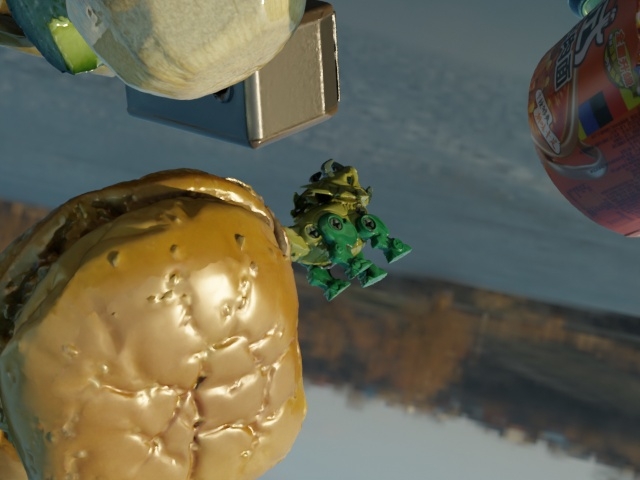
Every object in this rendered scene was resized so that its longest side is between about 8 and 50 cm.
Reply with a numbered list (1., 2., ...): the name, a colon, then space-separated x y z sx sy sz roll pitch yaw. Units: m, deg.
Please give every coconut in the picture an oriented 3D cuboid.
1. coconut: -0.122 -0.237 1.337 0.224 0.224 0.224 12 178 0

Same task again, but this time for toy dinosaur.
1. toy dinosaur: 0.000 0.000 1.855 0.153 0.094 0.259 49 -138 7

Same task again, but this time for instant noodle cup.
1. instant noodle cup: 0.308 -0.122 1.333 0.250 0.250 0.192 13 156 -25

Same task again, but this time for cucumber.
1. cucumber: -0.239 -0.286 1.649 0.191 0.191 0.130 10 -141 44

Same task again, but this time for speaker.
1. speaker: -0.112 -0.224 1.973 0.231 0.153 0.192 17 -150 38

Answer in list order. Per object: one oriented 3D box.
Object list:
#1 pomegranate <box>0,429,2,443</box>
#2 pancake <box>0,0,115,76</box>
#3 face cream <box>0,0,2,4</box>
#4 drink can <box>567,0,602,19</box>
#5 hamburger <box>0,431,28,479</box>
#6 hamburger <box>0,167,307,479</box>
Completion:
1. pomegranate: -0.495 0.157 1.611 0.411 0.411 0.411 12 178 0
2. pancake: -0.336 -0.239 1.818 0.242 0.050 0.242 25 -166 -6
3. face cream: -0.234 -0.187 1.036 0.067 0.139 0.285 16 155 -17
4. drink can: 0.352 -0.369 1.924 0.118 0.205 0.118 -1 154 -1
5. hamburger: -0.339 0.308 1.931 0.302 0.170 0.302 26 -164 -8
6. hamburger: -0.133 0.088 1.303 0.319 0.318 0.158 14 -162 -41
